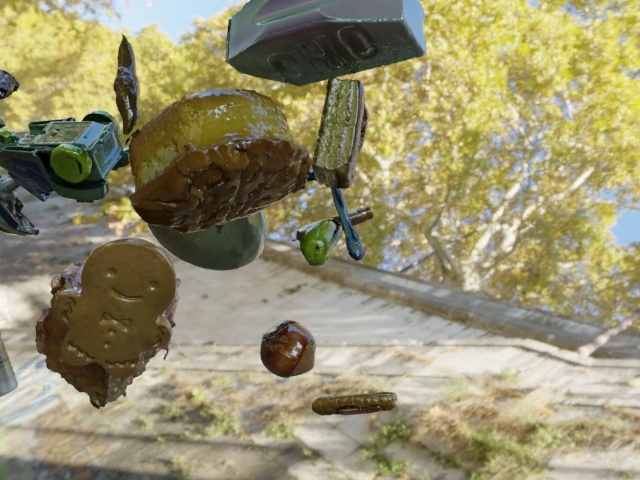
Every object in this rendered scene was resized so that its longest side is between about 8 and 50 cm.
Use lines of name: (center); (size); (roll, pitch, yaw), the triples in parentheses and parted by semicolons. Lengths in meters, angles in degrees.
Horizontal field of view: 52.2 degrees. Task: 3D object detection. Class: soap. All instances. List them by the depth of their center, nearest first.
soap: (0.002, -0.503, 1.557); (0.447, 0.261, 0.156); (-7, -106, 25)

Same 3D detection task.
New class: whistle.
whistle: (0.031, -0.034, 1.673); (0.107, 0.220, 0.057); (-141, -150, -79)

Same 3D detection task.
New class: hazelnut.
hazelnut: (-0.098, 0.342, 2.026); (0.182, 0.182, 0.182); (42, -35, 39)

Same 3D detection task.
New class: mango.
mango: (0.000, 0.000, 1.448); (0.074, 0.165, 0.091); (25, -66, 5)

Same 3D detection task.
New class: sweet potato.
sweet potato: (-0.455, -0.368, 1.532); (0.067, 0.067, 0.273); (123, -39, -59)

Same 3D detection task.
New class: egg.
egg: (-0.360, -0.084, 2.091); (0.428, 0.344, 0.345); (37, -16, -24)

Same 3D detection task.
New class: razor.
razor: (0.048, -0.082, 1.653); (0.056, 0.093, 0.324); (96, -20, -47)

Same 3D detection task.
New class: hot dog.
hot dog: (0.082, 0.404, 1.608); (0.066, 0.216, 0.047); (74, 13, -47)

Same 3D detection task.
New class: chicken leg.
chicken leg: (-0.624, -0.268, 1.216); (0.051, 0.106, 0.253); (-61, -149, 27)

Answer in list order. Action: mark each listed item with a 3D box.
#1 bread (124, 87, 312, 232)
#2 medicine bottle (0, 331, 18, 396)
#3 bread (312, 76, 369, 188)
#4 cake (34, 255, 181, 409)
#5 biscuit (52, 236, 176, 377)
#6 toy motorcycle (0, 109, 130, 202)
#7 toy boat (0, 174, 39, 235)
bread: (-0.214, -0.161, 1.409); (0.398, 0.399, 0.215); (-47, -121, 62)
medicine bottle: (-1.050, 0.374, 1.937); (0.238, 0.238, 0.231); (-13, -83, 63)
bread: (0.052, -0.254, 1.578); (0.184, 0.111, 0.234); (72, 28, -81)
cake: (-0.573, 0.211, 1.765); (0.293, 0.307, 0.314); (30, -55, 10)
biscuit: (-0.463, 0.159, 1.504); (0.354, 0.275, 0.052); (-60, -161, 17)
toy motorcycle: (-0.639, -0.188, 1.585); (0.327, 0.191, 0.199); (0, -50, 14)
toy boat: (-0.863, -0.112, 1.813); (0.114, 0.115, 0.261); (-110, -173, -50)
